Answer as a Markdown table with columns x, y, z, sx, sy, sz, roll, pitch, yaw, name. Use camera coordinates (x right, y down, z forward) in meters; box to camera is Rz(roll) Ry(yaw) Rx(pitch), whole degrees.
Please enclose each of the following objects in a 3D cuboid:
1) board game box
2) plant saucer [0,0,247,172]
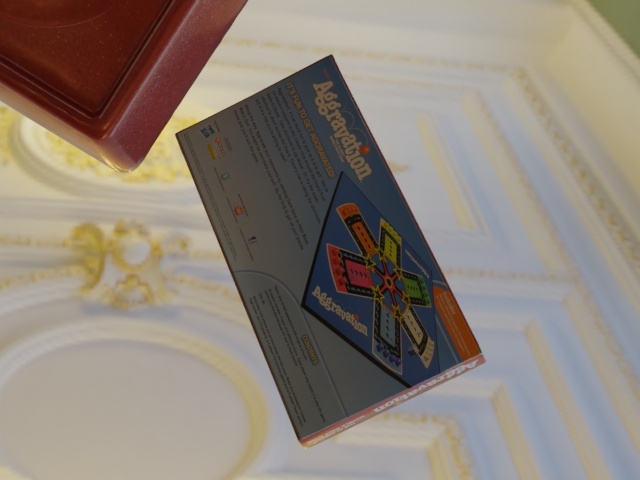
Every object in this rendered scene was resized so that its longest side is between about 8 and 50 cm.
| x | y | z | sx | sy | sz | roll | pitch | yaw | name |
| --- | --- | --- | --- | --- | --- | --- | --- | --- | --- |
| 0.000 | 0.000 | 0.884 | 0.145 | 0.027 | 0.281 | -27 | -117 | 5 | board game box |
| -0.158 | -0.194 | 0.669 | 0.258 | 0.259 | 0.048 | 32 | -160 | -13 | plant saucer |
